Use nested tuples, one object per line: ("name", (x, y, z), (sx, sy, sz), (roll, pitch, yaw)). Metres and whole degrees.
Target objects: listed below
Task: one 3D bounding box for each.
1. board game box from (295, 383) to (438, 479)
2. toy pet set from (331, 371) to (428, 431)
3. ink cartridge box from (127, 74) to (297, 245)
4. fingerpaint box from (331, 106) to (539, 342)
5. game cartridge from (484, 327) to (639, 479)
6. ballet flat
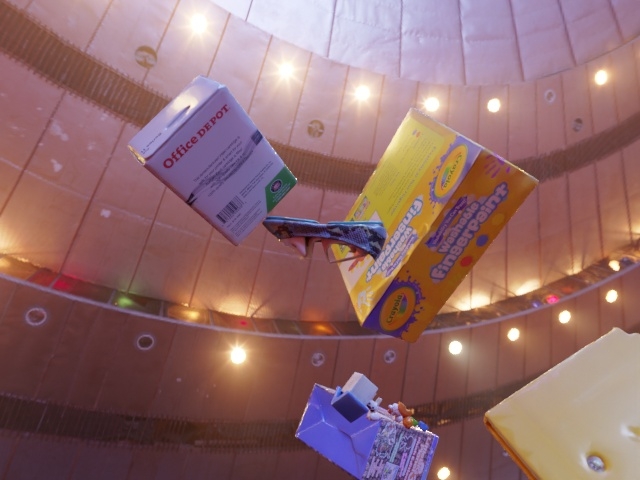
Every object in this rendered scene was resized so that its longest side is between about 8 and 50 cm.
("board game box", (0.124, 0.508, 1.047), (0.291, 0.231, 0.141), (36, -109, -40))
("toy pet set", (0.080, 0.264, 0.616), (0.114, 0.122, 0.065), (43, -109, -2))
("ink cartridge box", (-0.154, -0.114, 0.611), (0.153, 0.086, 0.208), (-47, -41, -8))
("fingerpaint box", (0.227, -0.050, 0.981), (0.163, 0.371, 0.445), (21, -67, -21))
("game cartridge", (0.478, 0.309, 0.621), (0.323, 0.285, 0.053), (-26, -50, -10))
("ballet flat", (0.000, 0.000, 0.588), (0.188, 0.070, 0.070), (3, -74, 17))
